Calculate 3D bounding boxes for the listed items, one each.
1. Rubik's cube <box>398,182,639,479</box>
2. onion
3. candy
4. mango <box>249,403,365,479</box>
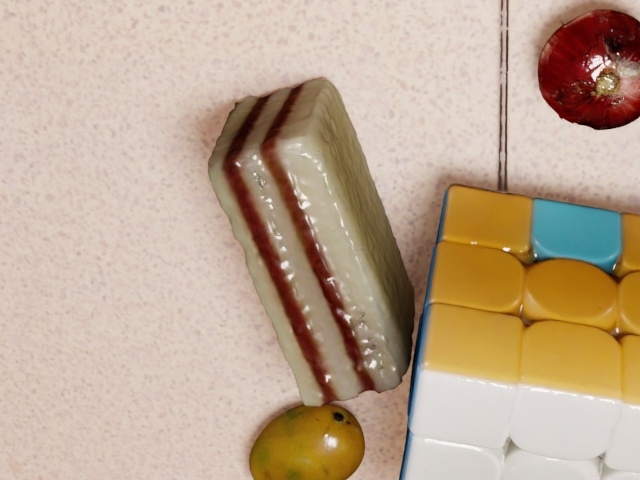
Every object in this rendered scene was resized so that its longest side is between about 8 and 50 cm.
[{"bbox_3d":[0.240,0.153,1.431,0.291,0.292,0.290,9,131,5],"label":"Rubik's cube"},{"bbox_3d":[0.289,-0.178,1.408,0.131,0.131,0.131,3,114,6],"label":"onion"},{"bbox_3d":[0.000,0.000,1.490,0.135,0.179,0.321,-15,111,15],"label":"candy"},{"bbox_3d":[-0.022,0.257,1.658,0.163,0.089,0.111,-15,113,22],"label":"mango"}]
